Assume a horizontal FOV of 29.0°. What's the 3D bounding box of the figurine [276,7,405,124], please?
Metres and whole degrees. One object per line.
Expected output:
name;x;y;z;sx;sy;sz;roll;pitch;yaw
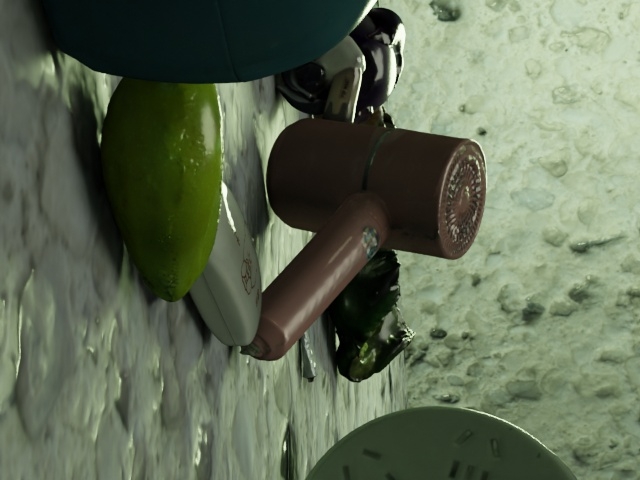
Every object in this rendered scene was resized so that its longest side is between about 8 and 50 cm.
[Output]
figurine;0.028;-0.219;1.475;0.222;0.145;0.145;-43;130;-71

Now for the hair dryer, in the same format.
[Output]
hair dryer;0.000;0.000;1.220;0.352;0.210;0.125;-46;138;-44

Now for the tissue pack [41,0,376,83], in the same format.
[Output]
tissue pack;-0.052;-0.234;0.649;0.198;0.206;0.287;-78;163;-57

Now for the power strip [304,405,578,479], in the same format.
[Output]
power strip;0.140;0.352;1.325;0.161;0.357;0.357;76;14;-66

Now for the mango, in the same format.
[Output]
mango;-0.097;-0.034;0.759;0.091;0.074;0.165;-91;-173;-56

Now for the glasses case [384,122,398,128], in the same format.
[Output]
glasses case;0.060;-0.080;1.752;0.072;0.042;0.190;-90;-159;-80

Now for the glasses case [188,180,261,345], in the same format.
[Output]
glasses case;-0.077;0.018;0.957;0.193;0.049;0.074;77;13;-59

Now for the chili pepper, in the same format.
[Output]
chili pepper;0.063;0.095;1.792;0.148;0.116;0.264;-43;157;-22

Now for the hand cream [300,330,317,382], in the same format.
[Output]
hand cream;-0.019;0.127;1.506;0.030;0.019;0.093;-18;99;-80

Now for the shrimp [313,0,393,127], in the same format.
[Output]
shrimp;0.027;-0.275;1.664;0.221;0.110;0.446;12;73;-76
